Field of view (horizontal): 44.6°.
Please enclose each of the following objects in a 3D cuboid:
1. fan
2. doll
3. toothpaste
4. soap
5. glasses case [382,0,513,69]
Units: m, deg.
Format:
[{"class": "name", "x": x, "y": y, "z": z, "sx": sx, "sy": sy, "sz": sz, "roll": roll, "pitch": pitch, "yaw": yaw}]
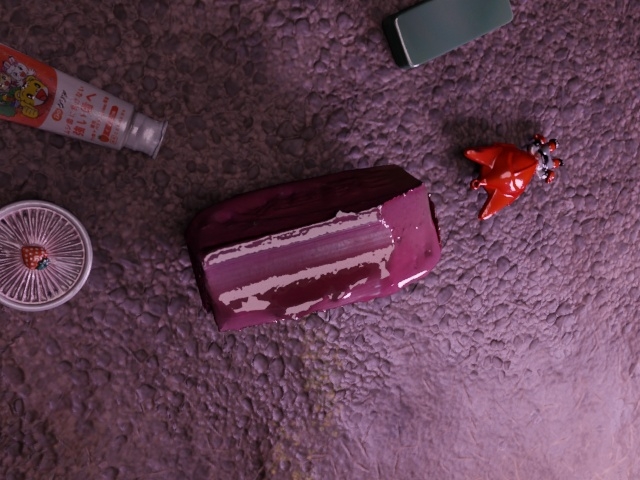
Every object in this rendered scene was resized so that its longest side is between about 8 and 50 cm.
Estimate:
[{"class": "fan", "x": -0.386, "y": 0.003, "z": 0.888, "sx": 0.244, "sy": 0.074, "sz": 0.130, "roll": 13, "pitch": 94, "yaw": -23}, {"class": "doll", "x": 0.291, "y": -0.107, "z": 1.159, "sx": 0.169, "sy": 0.057, "sz": 0.109, "roll": -20, "pitch": 103, "yaw": -18}, {"class": "toothpaste", "x": -0.299, "y": -0.158, "z": 0.915, "sx": 0.234, "sy": 0.057, "sz": 0.089, "roll": 19, "pitch": 92, "yaw": -16}, {"class": "soap", "x": 0.000, "y": 0.000, "z": 0.967, "sx": 0.325, "sy": 0.220, "sz": 0.127, "roll": -12, "pitch": 110, "yaw": -13}, {"class": "glasses case", "x": 0.180, "y": -0.309, "z": 1.090, "sx": 0.184, "sy": 0.039, "sz": 0.077, "roll": -28, "pitch": 108, "yaw": -16}]
